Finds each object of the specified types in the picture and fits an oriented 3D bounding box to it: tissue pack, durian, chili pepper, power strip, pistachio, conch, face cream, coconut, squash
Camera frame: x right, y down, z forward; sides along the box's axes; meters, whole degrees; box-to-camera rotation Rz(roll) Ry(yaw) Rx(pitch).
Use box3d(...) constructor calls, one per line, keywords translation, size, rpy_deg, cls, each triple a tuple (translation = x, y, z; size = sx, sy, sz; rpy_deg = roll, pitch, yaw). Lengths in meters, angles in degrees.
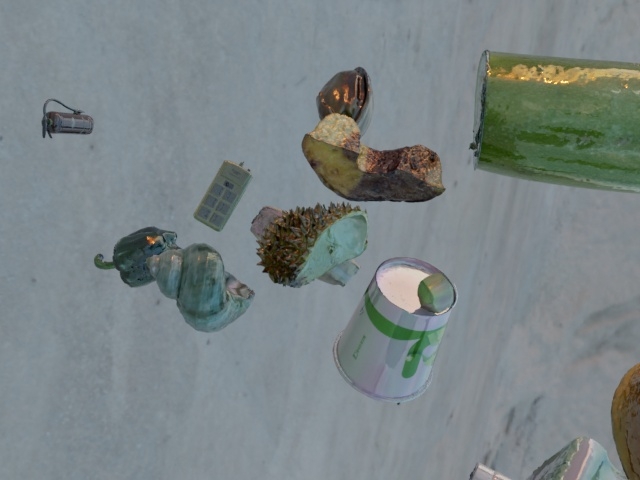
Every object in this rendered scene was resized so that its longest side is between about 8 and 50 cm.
box3d(translation=(-0.045, 0.023, 1.956), size=(0.256, 0.215, 0.123), rpy_deg=(41, 79, -35), cls="tissue pack")
box3d(translation=(0.000, 0.000, 1.272), size=(0.252, 0.144, 0.139), rpy_deg=(-33, 109, -48), cls="durian")
box3d(translation=(-0.536, 0.056, 2.078), size=(0.174, 0.261, 0.165), rpy_deg=(-79, 145, -67), cls="chili pepper")
box3d(translation=(-0.216, -0.107, 1.603), size=(0.169, 0.076, 0.028), rpy_deg=(-61, -178, -3), cls="power strip")
box3d(translation=(0.052, -0.301, 1.569), size=(0.130, 0.165, 0.210), rpy_deg=(35, 48, -25), cls="pistachio")
box3d(translation=(-0.264, 0.100, 1.606), size=(0.195, 0.277, 0.220), rpy_deg=(-55, -154, 28), cls="conch")
box3d(translation=(0.430, 0.554, 1.502), size=(0.058, 0.243, 0.092), rpy_deg=(-32, 143, -58), cls="face cream")
box3d(translation=(0.244, 0.112, 1.502), size=(0.082, 0.081, 0.083), rpy_deg=(-26, -95, 66), cls="coconut")
box3d(translation=(0.503, -0.241, 1.446), size=(0.263, 0.384, 0.263), rpy_deg=(8, 90, -81), cls="squash")

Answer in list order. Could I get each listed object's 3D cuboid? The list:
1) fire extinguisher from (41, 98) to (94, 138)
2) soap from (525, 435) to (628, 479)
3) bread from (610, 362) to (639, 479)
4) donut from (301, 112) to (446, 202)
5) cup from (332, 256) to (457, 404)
box3d(translation=(-0.509, -0.240, 1.409), size=(0.157, 0.045, 0.078), rpy_deg=(-29, 108, -75), cls="fire extinguisher")
box3d(translation=(0.245, 0.477, 0.859), size=(0.446, 0.156, 0.261), rpy_deg=(-41, 162, -43), cls="soap")
box3d(translation=(0.394, 0.207, 0.643), size=(0.195, 0.270, 0.142), rpy_deg=(-26, 170, -24), cls="bread")
box3d(translation=(0.104, -0.154, 1.452), size=(0.151, 0.295, 0.112), rpy_deg=(117, -6, -60), cls="donut")
box3d(translation=(0.179, 0.195, 1.641), size=(0.253, 0.253, 0.274), rpy_deg=(-55, 165, -52), cls="cup")
